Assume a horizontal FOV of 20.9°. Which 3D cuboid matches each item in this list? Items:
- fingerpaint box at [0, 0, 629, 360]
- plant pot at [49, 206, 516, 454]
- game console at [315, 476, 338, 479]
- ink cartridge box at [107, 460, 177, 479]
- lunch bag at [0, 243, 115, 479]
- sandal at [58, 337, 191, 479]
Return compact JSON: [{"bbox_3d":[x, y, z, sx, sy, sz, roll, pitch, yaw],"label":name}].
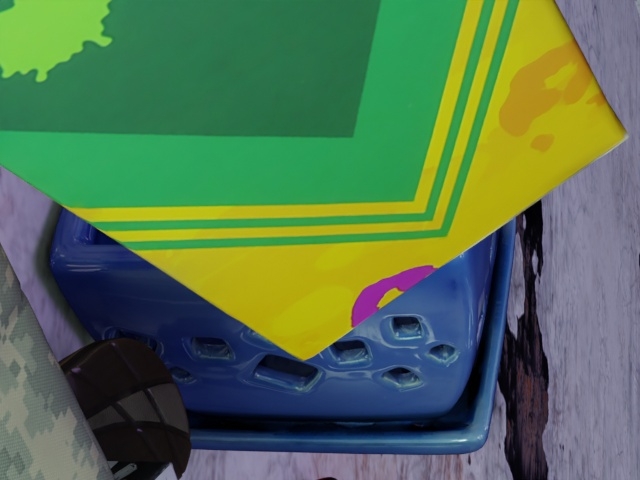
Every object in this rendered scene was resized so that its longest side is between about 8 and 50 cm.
[{"bbox_3d":[-0.107,-0.218,0.579,0.445,0.163,0.371,59,8,26],"label":"fingerpaint box"},{"bbox_3d":[0.000,0.000,1.038,0.212,0.236,0.236,75,19,-44],"label":"plant pot"},{"bbox_3d":[0.033,0.417,1.258,0.342,0.060,0.386,65,26,-44],"label":"game console"},{"bbox_3d":[-0.144,0.159,0.694,0.207,0.097,0.046,-43,123,-52],"label":"ink cartridge box"},{"bbox_3d":[-0.201,0.116,0.481,0.287,0.169,0.235,-52,135,-40],"label":"lunch bag"},{"bbox_3d":[-0.141,0.110,0.854,0.219,0.060,0.090,-32,111,-53],"label":"sandal"}]
